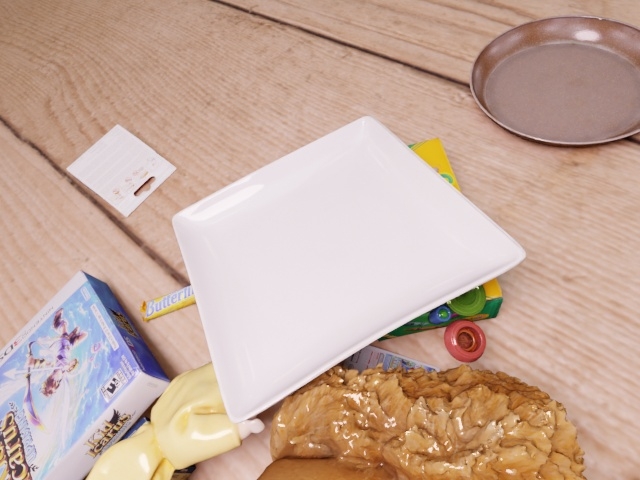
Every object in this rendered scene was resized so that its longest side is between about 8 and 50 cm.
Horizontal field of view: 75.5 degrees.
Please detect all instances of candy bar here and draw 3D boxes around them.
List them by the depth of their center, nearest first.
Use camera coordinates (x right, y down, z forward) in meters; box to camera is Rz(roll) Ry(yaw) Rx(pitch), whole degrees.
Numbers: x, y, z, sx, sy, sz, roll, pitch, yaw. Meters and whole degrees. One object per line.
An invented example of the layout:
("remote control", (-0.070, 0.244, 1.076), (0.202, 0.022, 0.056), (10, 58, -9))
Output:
("candy bar", (-0.221, 0.092, 0.678), (0.162, 0.018, 0.040), (-20, 57, 1))

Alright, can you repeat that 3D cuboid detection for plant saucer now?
("plant saucer", (0.418, -0.269, 0.706), (0.311, 0.050, 0.310), (-7, 59, 12))

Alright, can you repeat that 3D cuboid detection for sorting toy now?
("sorting toy", (0.157, 0.091, 0.484), (0.061, 0.042, 0.101), (6, 70, -5))

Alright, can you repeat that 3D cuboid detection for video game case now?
("video game case", (0.086, 0.191, 0.545), (0.122, 0.011, 0.087), (14, 64, 21))
("video game case", (-0.371, 0.206, 0.585), (0.270, 0.061, 0.244), (33, 79, 39))

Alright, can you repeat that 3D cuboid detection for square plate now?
("square plate", (0.000, 0.000, 0.535), (0.348, 0.049, 0.344), (-29, 49, -5))

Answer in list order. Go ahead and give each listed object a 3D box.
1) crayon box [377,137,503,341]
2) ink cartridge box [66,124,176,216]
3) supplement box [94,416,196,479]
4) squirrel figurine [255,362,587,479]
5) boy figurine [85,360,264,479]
("crayon box", (0.132, -0.009, 0.608), (0.166, 0.081, 0.278), (-14, 58, 7))
("ink cartridge box", (-0.407, -0.142, 0.862), (0.179, 0.045, 0.145), (37, 73, 10))
("supplement box", (-0.226, 0.295, 0.538), (0.083, 0.056, 0.083), (37, 75, 29))
("squirrel figurine", (0.113, 0.249, 0.315), (0.371, 0.281, 0.396), (-21, 33, 29))
("boy figurine", (-0.130, 0.203, 0.491), (0.285, 0.092, 0.177), (-42, 26, -28))
